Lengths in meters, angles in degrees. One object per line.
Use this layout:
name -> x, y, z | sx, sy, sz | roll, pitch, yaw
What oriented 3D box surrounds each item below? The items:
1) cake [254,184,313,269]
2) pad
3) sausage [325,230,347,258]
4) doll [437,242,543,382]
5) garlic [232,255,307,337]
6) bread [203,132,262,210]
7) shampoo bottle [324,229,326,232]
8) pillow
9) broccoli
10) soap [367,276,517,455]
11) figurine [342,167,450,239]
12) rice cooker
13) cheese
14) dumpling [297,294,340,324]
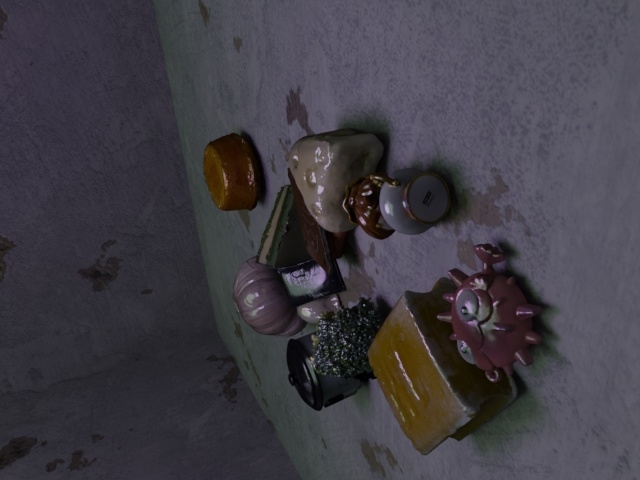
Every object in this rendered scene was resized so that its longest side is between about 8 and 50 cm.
cake -> -0.087, -0.032, 2.036 | 0.158, 0.172, 0.284 | 12, 86, 58
pad -> -0.032, -0.060, 1.743 | 0.286, 0.018, 0.284 | -135, 30, -69
sausage -> 0.054, -0.032, 1.658 | 0.078, 0.078, 0.304 | 62, 157, 23
doll -> 0.314, 0.136, 1.116 | 0.211, 0.093, 0.262 | 13, 110, 47
garlic -> -0.187, 0.207, 2.175 | 0.317, 0.259, 0.317 | 57, -162, -31
bread -> -0.334, -0.248, 2.289 | 0.312, 0.172, 0.312 | 47, 146, 47
shampoo bottle -> 0.000, 0.000, 1.855 | 0.099, 0.043, 0.072 | 11, 118, 66
pillow -> -0.029, 0.126, 1.891 | 0.208, 0.055, 0.141 | -19, 93, 28
broccoli -> 0.096, 0.278, 1.683 | 0.263, 0.247, 0.243 | -58, 4, 15
soap -> 0.253, 0.287, 1.333 | 0.335, 0.156, 0.293 | 110, 142, -56
figurine -> 0.154, -0.079, 1.275 | 0.189, 0.142, 0.263 | 41, 163, -19
rice cooker -> 0.004, 0.406, 1.926 | 0.241, 0.227, 0.280 | 64, 157, 18
cheese -> 0.024, -0.162, 1.462 | 0.248, 0.173, 0.251 | 44, 140, 52
dumpling -> -0.007, 0.197, 1.970 | 0.111, 0.181, 0.155 | 27, -115, -70
